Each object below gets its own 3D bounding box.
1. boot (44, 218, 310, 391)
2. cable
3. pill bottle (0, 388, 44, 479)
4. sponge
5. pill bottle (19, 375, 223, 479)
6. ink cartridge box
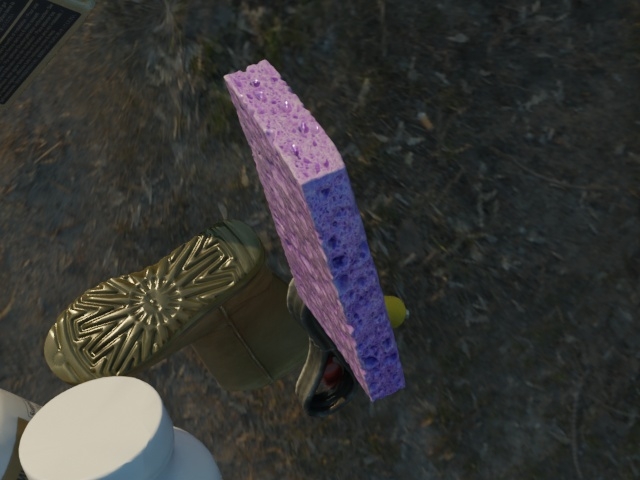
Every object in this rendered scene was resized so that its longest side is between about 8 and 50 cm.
[{"bbox_3d":[-0.122,0.106,1.067,0.236,0.269,0.089,-29,65,-3],"label":"boot"},{"bbox_3d":[0.002,0.078,0.931,0.139,0.287,0.072,-43,62,0],"label":"cable"},{"bbox_3d":[-0.270,0.192,0.866,0.229,0.131,0.131,33,96,-34],"label":"pill bottle"},{"bbox_3d":[0.000,0.000,0.654,0.031,0.117,0.210,-27,137,-9],"label":"sponge"},{"bbox_3d":[-0.094,0.165,0.568,0.103,0.103,0.184,-18,124,-4],"label":"pill bottle"},{"bbox_3d":[-0.270,-0.266,0.938,0.088,0.193,0.234,17,59,-34],"label":"ink cartridge box"}]
